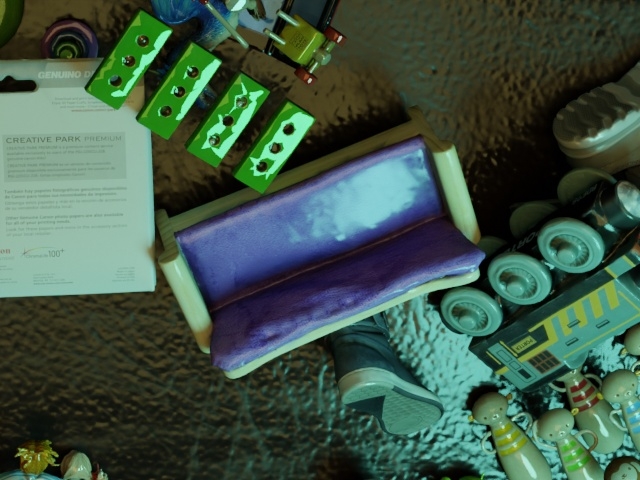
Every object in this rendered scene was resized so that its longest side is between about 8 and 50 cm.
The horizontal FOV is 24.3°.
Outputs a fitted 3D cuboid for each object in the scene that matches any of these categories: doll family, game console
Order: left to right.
[{"bbox_3d":[-0.384,0.317,1.811,0.263,0.118,0.163,5,102,-9],"label":"doll family"},{"bbox_3d":[-0.047,-0.285,1.734,0.085,0.124,0.144,14,103,-38],"label":"game console"}]

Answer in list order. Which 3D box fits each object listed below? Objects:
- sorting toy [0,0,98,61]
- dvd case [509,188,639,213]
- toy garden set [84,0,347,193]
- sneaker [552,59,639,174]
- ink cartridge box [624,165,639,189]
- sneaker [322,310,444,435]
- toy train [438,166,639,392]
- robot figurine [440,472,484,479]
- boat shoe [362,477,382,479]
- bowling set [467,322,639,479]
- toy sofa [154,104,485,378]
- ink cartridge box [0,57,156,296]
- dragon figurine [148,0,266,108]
[{"bbox_3d":[-0.422,-0.272,1.661,0.365,0.126,0.127,23,99,-12],"label":"sorting toy"},{"bbox_3d":[0.346,0.021,1.813,0.018,0.221,0.164,-35,111,-42],"label":"dvd case"},{"bbox_3d":[-0.108,-0.196,1.656,0.244,0.049,0.204,30,102,-29],"label":"toy garden set"},{"bbox_3d":[0.418,-0.160,1.838,0.281,0.105,0.115,-24,135,-4],"label":"sneaker"},{"bbox_3d":[0.496,0.032,1.824,0.117,0.201,0.278,-23,105,-4],"label":"ink cartridge box"},{"bbox_3d":[0.073,0.145,1.854,0.086,0.163,0.226,-28,147,14],"label":"sneaker"},{"bbox_3d":[0.289,0.051,1.771,0.190,0.142,0.334,40,134,-12],"label":"toy train"},{"bbox_3d":[0.180,0.351,1.926,0.115,0.067,0.101,-39,108,2],"label":"robot figurine"},{"bbox_3d":[0.040,0.479,1.915,0.156,0.136,0.367,-9,114,-3],"label":"boat shoe"},{"bbox_3d":[0.351,0.220,1.858,0.287,0.200,0.154,-32,104,-3],"label":"bowling set"},{"bbox_3d":[0.000,0.000,1.741,0.362,0.177,0.150,-22,126,-2],"label":"toy sofa"},{"bbox_3d":[-0.349,-0.079,1.715,0.309,0.130,0.272,-1,102,-8],"label":"ink cartridge box"},{"bbox_3d":[-0.154,-0.295,1.704,0.144,0.085,0.289,-18,99,9],"label":"dragon figurine"}]
